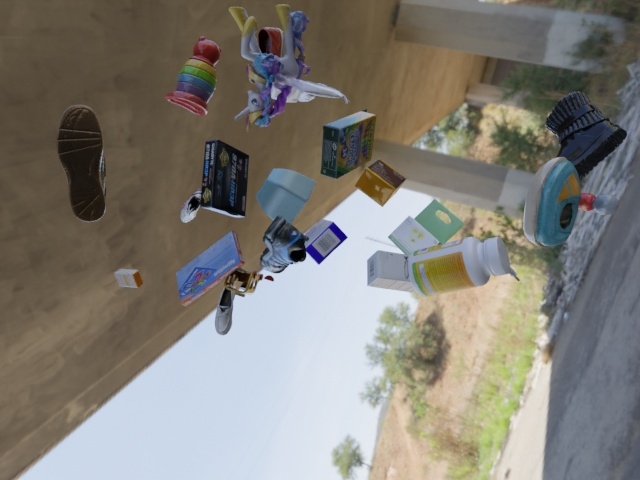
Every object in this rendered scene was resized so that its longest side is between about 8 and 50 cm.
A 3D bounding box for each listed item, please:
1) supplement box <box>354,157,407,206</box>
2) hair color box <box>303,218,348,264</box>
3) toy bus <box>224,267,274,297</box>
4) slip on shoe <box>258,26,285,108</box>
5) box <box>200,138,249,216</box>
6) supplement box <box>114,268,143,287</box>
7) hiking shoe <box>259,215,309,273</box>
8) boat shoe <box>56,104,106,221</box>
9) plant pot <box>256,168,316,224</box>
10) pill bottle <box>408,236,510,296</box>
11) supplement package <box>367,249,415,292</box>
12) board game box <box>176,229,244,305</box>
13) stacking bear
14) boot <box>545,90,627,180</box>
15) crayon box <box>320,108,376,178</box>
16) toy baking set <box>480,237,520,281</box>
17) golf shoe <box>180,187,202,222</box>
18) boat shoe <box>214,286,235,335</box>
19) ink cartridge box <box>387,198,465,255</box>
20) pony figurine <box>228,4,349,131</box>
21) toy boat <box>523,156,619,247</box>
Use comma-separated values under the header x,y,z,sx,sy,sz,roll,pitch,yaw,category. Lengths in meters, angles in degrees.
x,y,z,sx,sy,sz,roll,pitch,yaw,category
0.325,-0.312,2.546,0.194,0.191,0.129,-43,-12,-51,supplement box
0.000,0.000,2.252,0.185,0.110,0.339,-43,11,-3,hair color box
-0.280,0.154,1.737,0.202,0.191,0.104,23,-100,-35,toy bus
-0.204,-0.673,1.867,0.101,0.123,0.330,-2,-85,-45,slip on shoe
-0.309,-0.197,1.551,0.175,0.051,0.220,18,-108,-61,box
-0.739,0.145,1.834,0.036,0.099,0.062,-52,-42,-53,supplement box
-0.113,0.047,1.519,0.113,0.132,0.304,-54,-11,-24,hiking shoe
-0.708,-0.227,1.419,0.110,0.122,0.340,-164,73,-69,boat shoe
-0.211,-0.263,2.683,0.247,0.252,0.247,-51,11,34,plant pot
0.378,0.068,1.299,0.136,0.246,0.136,28,-126,-47,pill bottle
0.264,0.109,1.659,0.105,0.180,0.105,126,149,-61,supplement package
-0.390,0.098,1.662,0.281,0.145,0.027,-35,-39,17,board game box
-0.502,-0.692,1.972,0.176,0.164,0.288,20,-96,-36,stacking bear
0.903,-0.357,1.767,0.348,0.260,0.131,-43,-40,20,boot
0.129,-0.397,1.922,0.323,0.083,0.202,-35,-42,-46,crayon box
0.680,0.066,1.797,0.030,0.196,0.256,-45,-31,17,toy baking set
-0.549,-0.140,2.007,0.186,0.068,0.086,-49,8,30,golf shoe
-0.503,0.366,2.510,0.088,0.096,0.267,94,-173,-73,boat shoe
0.395,-0.036,1.784,0.235,0.171,0.056,-46,-32,7,ink cartridge box
-0.116,-0.536,1.506,0.351,0.303,0.362,-9,-76,-28,pony figurine
0.746,-0.112,1.415,0.319,0.148,0.267,-5,-76,-34,toy boat
